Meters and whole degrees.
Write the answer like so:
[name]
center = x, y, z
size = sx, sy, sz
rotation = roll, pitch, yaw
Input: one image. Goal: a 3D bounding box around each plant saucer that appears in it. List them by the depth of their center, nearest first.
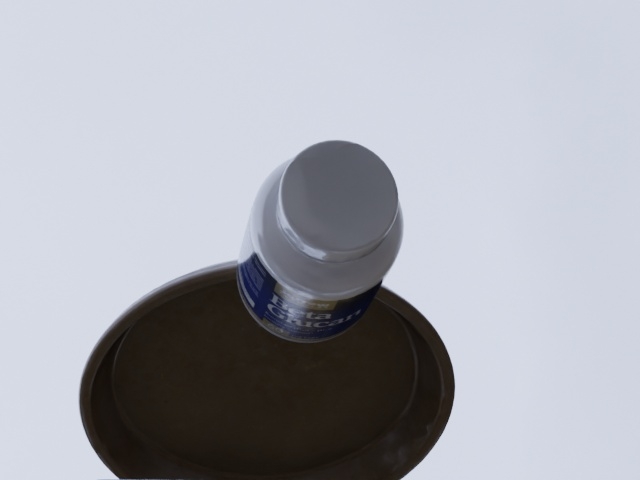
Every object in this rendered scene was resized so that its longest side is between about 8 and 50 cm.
[plant saucer]
center = -0.039, 0.111, 1.131
size = 0.278, 0.278, 0.041
rotation = 29, -147, -27

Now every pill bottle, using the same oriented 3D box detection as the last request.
[pill bottle]
center = 0.000, 0.000, 0.942
size = 0.094, 0.169, 0.094
rotation = 2, -108, -7

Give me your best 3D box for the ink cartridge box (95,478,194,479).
[ink cartridge box]
center = -0.056, 0.210, 0.596
size = 0.139, 0.082, 0.190
rotation = -63, -38, -52
